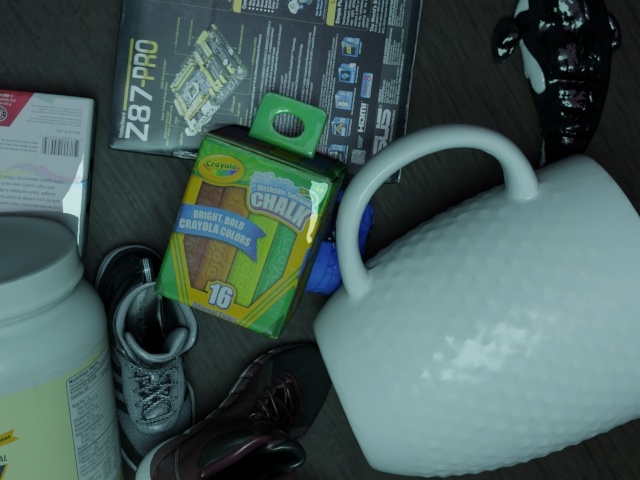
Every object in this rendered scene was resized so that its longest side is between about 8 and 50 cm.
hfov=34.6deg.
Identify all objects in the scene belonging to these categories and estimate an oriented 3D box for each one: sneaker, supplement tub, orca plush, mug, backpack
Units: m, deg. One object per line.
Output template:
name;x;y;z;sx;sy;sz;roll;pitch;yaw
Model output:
sneaker;-0.180;0.140;1.086;0.101;0.153;0.268;-9;95;-17
supplement tub;-0.319;0.160;1.002;0.235;0.235;0.325;-5;111;-7
sneaker;-0.045;0.198;1.057;0.281;0.162;0.106;-39;106;-38
orca plush;0.270;-0.192;1.146;0.151;0.102;0.287;13;93;-8
mug;0.154;0.058;1.056;0.328;0.276;0.374;-23;113;0
backpack;0.000;0.000;1.131;0.101;0.098;0.120;16;91;-25

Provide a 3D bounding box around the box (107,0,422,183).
box;-0.049;-0.272;1.103;0.318;0.097;0.395;6;95;-10

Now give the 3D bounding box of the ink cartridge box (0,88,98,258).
ink cartridge box;-0.310;-0.070;1.098;0.127;0.072;0.175;5;94;-8

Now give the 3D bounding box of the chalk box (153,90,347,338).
chalk box;-0.057;-0.036;1.009;0.132;0.132;0.213;19;103;4
